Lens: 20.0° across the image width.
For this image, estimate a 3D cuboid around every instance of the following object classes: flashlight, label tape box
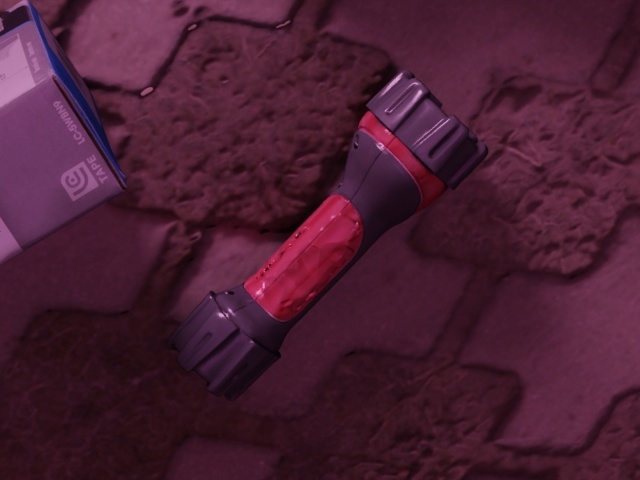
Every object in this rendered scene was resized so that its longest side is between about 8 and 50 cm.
[{"bbox_3d":[0.000,0.000,1.498,0.304,0.103,0.103,-45,114,4],"label":"flashlight"},{"bbox_3d":[-0.320,-0.027,1.334,0.333,0.240,0.106,-32,114,-1],"label":"label tape box"}]
